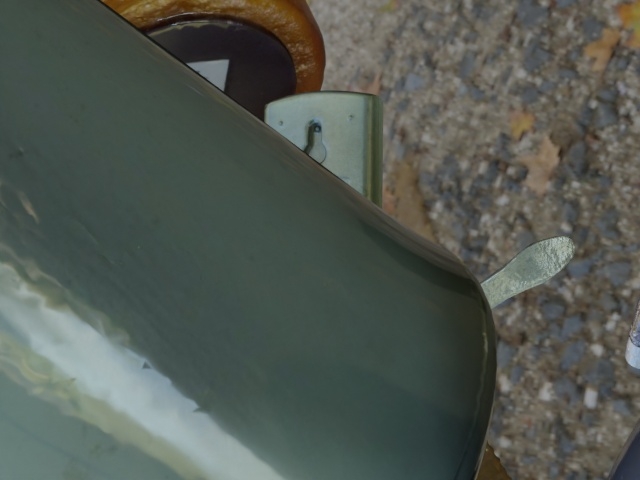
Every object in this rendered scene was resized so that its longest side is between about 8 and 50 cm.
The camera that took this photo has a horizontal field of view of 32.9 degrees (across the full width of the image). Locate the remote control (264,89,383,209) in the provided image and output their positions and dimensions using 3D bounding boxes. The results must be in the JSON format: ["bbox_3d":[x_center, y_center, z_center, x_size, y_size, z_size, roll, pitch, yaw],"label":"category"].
[{"bbox_3d":[0.000,0.000,0.839,0.098,0.038,0.233,-2,82,21],"label":"remote control"}]

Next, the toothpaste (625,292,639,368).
[{"bbox_3d":[0.423,0.080,1.367,0.071,0.045,0.193,-99,7,-55],"label":"toothpaste"}]

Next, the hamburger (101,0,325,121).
[{"bbox_3d":[-0.166,-0.228,1.133,0.330,0.330,0.250,-48,50,39],"label":"hamburger"}]

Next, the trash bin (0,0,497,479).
[{"bbox_3d":[-0.124,0.032,0.502,0.280,0.432,0.280,-40,27,25],"label":"trash bin"}]

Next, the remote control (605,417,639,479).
[{"bbox_3d":[0.174,0.147,0.427,0.103,0.221,0.332,34,134,40],"label":"remote control"}]

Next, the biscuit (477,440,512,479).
[{"bbox_3d":[0.110,0.307,1.163,0.232,0.237,0.013,58,161,13],"label":"biscuit"}]

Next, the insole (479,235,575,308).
[{"bbox_3d":[0.281,0.051,1.546,0.192,0.063,0.010,-32,22,-6],"label":"insole"}]
